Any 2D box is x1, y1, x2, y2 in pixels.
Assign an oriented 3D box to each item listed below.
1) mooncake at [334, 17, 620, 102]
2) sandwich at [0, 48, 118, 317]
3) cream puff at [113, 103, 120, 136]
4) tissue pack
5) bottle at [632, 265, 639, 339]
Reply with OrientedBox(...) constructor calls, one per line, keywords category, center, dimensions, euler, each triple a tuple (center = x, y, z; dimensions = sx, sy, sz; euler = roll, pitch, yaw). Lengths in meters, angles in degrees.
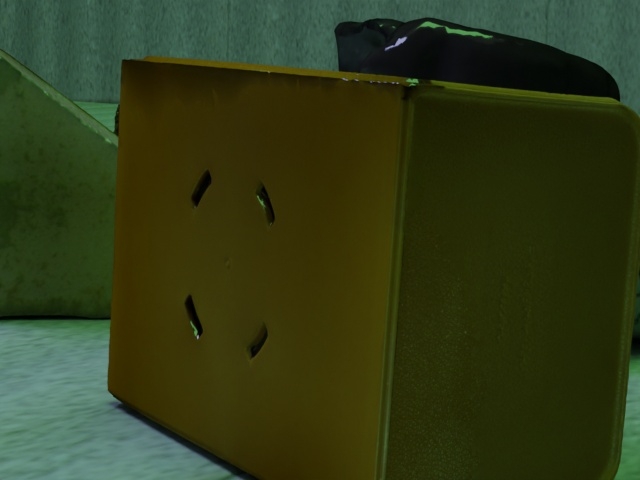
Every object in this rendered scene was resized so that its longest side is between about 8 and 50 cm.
OrientedBox(category="mooncake", center=(0.179, -0.148, 1.854), dimensions=(0.350, 0.212, 0.381), euler=(7, 5, 1))
OrientedBox(category="sandwich", center=(-0.173, -0.041, 1.090), dimensions=(0.162, 0.193, 0.058), euler=(1, 11, -11))
OrientedBox(category="cream puff", center=(-0.132, -0.084, 1.482), dimensions=(0.183, 0.169, 0.183), euler=(3, 7, 0))
OrientedBox(category="tissue pack", center=(0.014, 0.014, 0.763), dimensions=(0.145, 0.195, 0.274), euler=(2, 8, -31))
OrientedBox(category="bottle", center=(0.228, 0.011, 1.076), dimensions=(0.253, 0.120, 0.120), euler=(-3, 9, -23))
